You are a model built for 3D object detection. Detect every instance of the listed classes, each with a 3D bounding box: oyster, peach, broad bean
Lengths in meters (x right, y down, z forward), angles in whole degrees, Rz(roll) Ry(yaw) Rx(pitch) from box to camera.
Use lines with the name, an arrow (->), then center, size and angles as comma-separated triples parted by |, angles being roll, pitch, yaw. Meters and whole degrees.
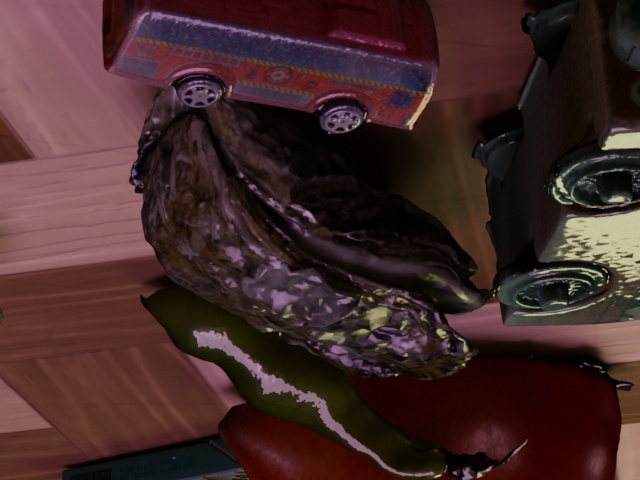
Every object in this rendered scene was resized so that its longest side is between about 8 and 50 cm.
oyster -> -0.005, -0.001, 1.149 | 0.162, 0.158, 0.351 | -22, 138, 21
peach -> 0.092, 0.224, 1.554 | 0.362, 0.201, 0.257 | 1, 155, -8
broad bean -> 0.001, 0.112, 1.395 | 0.318, 0.056, 0.098 | 25, 127, -12

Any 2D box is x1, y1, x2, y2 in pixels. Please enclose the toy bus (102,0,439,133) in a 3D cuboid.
toy bus -> -0.024, -0.112, 0.997 | 0.192, 0.065, 0.077 | 8, 146, -21

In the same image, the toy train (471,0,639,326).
toy train -> 0.187, -0.052, 1.070 | 0.159, 0.129, 0.326 | -3, 155, -8

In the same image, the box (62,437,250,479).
box -> -0.116, 0.245, 1.761 | 0.229, 0.041, 0.162 | -14, 153, 24

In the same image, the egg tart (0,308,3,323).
egg tart -> -0.318, 0.031, 1.252 | 0.197, 0.078, 0.197 | -1, 157, 0
